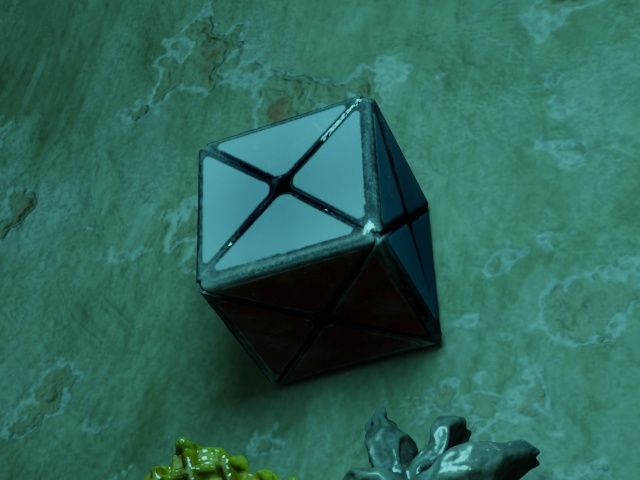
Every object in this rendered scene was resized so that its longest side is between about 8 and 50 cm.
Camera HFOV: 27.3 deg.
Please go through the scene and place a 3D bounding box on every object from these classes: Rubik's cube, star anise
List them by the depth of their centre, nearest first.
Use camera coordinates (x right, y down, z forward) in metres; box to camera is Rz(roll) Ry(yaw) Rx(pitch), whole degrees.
[{"bbox_3d":[0.113,0.326,1.501,0.316,0.139,0.359,-34,46,8],"label":"star anise"},{"bbox_3d":[0.000,0.000,1.725,0.255,0.259,0.260,-16,51,14],"label":"Rubik's cube"}]

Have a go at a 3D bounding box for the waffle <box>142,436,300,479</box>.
[{"bbox_3d":[-0.134,0.393,1.569,0.282,0.058,0.300,8,72,9],"label":"waffle"}]
